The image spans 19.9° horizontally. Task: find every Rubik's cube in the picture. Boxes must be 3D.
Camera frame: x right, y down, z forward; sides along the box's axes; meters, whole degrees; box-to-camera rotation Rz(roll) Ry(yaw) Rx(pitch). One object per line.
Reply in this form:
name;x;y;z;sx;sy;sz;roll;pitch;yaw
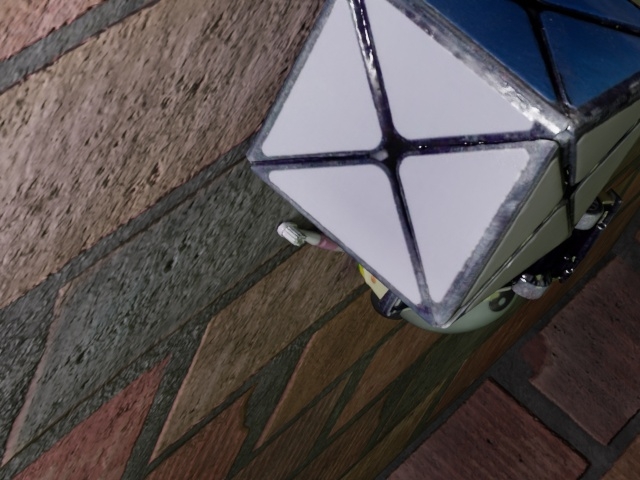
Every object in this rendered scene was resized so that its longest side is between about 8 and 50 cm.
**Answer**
Rubik's cube;0.126;-0.119;1.622;0.260;0.259;0.255;-29;155;-48

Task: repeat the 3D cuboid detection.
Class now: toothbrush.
toothbrush;0.000;0.000;2.033;0.020;0.025;0.286;-51;167;7

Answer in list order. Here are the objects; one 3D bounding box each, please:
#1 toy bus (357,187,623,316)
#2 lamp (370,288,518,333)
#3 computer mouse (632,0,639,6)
toy bus;0.167;-0.032;2.036;0.305;0.179;0.143;-10;143;-42
lamp;0.171;0.000;2.271;0.198;0.198;0.244;-26;136;-60
computer mouse;0.375;-0.230;2.418;0.184;0.121;0.297;-46;165;-23
